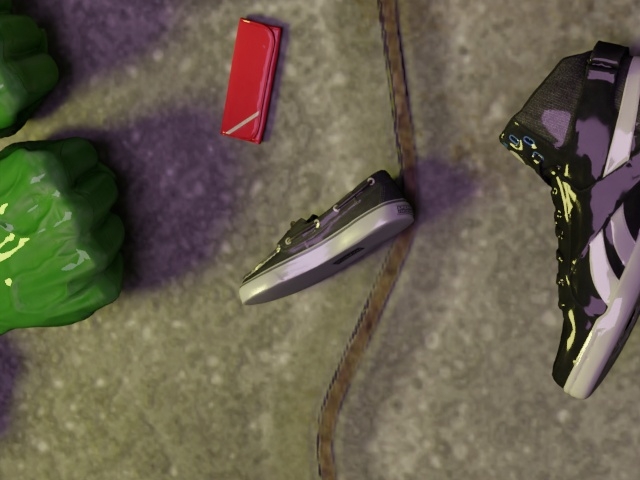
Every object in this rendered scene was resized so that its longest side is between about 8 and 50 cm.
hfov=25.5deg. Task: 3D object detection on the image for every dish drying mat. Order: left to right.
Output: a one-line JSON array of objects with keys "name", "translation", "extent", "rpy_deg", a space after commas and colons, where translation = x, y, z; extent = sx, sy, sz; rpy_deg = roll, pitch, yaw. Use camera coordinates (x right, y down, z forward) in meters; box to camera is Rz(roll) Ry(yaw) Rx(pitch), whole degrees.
[{"name": "dish drying mat", "translation": [-0.049, -0.110, 0.982], "extent": [0.032, 0.008, 0.083], "rpy_deg": [17, 109, 17]}]

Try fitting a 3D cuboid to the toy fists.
[{"name": "toy fists", "translation": [-0.231, -0.068, 1.018], "extent": [0.142, 0.096, 0.279], "rpy_deg": [-21, 97, 34]}]

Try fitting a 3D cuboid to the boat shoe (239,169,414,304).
[{"name": "boat shoe", "translation": [0.000, 0.000, 0.974], "extent": [0.142, 0.049, 0.040], "rpy_deg": [-30, 72, 23]}]

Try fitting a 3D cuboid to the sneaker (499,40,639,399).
[{"name": "sneaker", "translation": [0.160, -0.019, 0.894], "extent": [0.121, 0.079, 0.216], "rpy_deg": [23, 102, 18]}]
